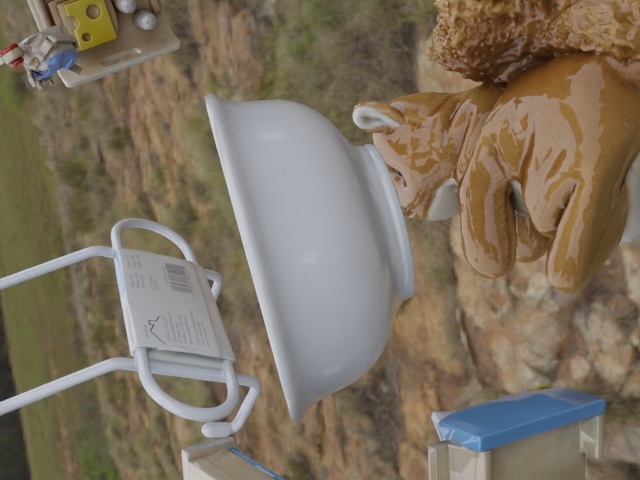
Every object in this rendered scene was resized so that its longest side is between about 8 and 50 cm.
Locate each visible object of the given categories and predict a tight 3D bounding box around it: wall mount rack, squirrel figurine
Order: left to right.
[{"bbox_3d":[-0.237,0.108,0.931,0.130,0.304,0.350,-62,33,25],"label":"wall mount rack"},{"bbox_3d":[0.228,-0.158,0.965,0.370,0.281,0.397,20,117,45],"label":"squirrel figurine"}]

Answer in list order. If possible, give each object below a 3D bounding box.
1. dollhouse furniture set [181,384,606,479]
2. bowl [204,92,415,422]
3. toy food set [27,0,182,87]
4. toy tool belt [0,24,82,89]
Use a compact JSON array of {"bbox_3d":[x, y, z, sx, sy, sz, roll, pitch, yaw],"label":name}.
[{"bbox_3d":[0.076,0.269,0.662,0.198,0.303,0.286,7,103,57],"label":"dollhouse furniture set"},{"bbox_3d":[0.000,0.000,0.718,0.298,0.134,0.298,166,90,-86],"label":"bowl"},{"bbox_3d":[-0.372,-0.430,1.341,0.092,0.219,0.306,37,147,51],"label":"toy food set"},{"bbox_3d":[-0.258,-0.167,0.762,0.051,0.052,0.083,59,-150,-16],"label":"toy tool belt"}]
